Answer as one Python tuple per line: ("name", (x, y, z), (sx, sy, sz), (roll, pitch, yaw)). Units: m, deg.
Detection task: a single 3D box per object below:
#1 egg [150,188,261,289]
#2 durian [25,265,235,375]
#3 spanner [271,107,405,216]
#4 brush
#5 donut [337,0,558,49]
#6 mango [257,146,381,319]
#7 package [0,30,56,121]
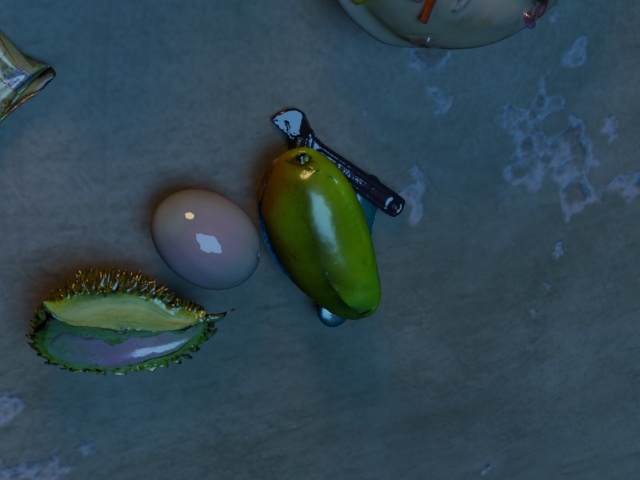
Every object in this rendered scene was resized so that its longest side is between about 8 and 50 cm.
("egg", (-0.126, -0.002, 1.191), (0.135, 0.103, 0.103), (37, 94, -31))
("durian", (-0.222, 0.084, 1.196), (0.221, 0.095, 0.137), (10, 143, -30))
("spanner", (0.024, -0.090, 1.265), (0.208, 0.012, 0.046), (34, 92, -27))
("brush", (0.033, 0.012, 1.317), (0.043, 0.032, 0.193), (14, 94, -24))
("donut", (0.160, -0.370, 1.089), (0.383, 0.142, 0.382), (-21, 125, -33))
("mango", (0.000, 0.000, 1.236), (0.111, 0.125, 0.232), (-33, 122, -16))
("package", (-0.343, -0.169, 1.062), (0.108, 0.031, 0.121), (-46, 117, 0))
